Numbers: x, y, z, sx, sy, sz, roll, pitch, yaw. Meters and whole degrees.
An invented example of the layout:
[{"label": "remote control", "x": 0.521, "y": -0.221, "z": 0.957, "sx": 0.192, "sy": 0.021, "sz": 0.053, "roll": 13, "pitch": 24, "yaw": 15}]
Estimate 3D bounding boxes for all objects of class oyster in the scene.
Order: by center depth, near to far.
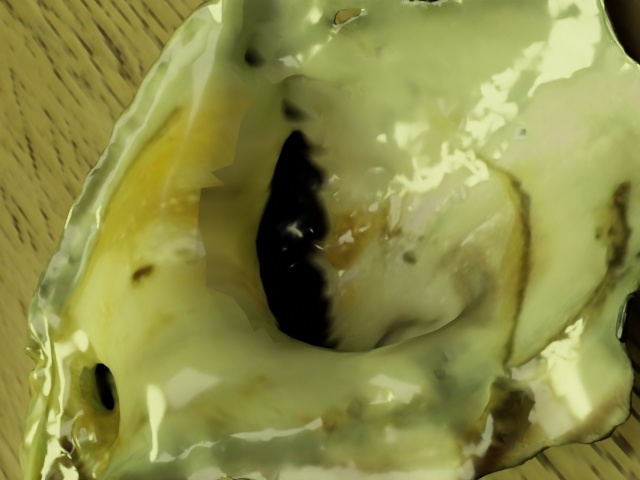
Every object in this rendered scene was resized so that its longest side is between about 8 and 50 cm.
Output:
[{"label": "oyster", "x": 0.007, "y": 0.002, "z": 0.562, "sx": 0.271, "sy": 0.100, "sz": 0.275, "roll": -1, "pitch": 76, "yaw": 38}]
